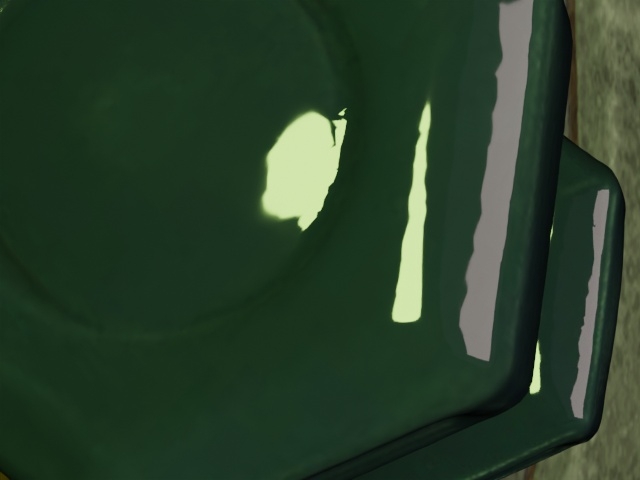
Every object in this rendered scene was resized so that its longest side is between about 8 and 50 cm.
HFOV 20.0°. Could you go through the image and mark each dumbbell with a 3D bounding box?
[{"bbox_3d":[0.001,0.000,0.475,0.144,0.156,0.316,-53,166,1],"label":"dumbbell"}]

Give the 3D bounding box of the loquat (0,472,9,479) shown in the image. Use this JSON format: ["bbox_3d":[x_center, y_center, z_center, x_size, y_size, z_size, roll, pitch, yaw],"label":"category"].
[{"bbox_3d":[-0.108,0.093,0.395,0.141,0.141,0.141,-5,96,-57],"label":"loquat"}]
